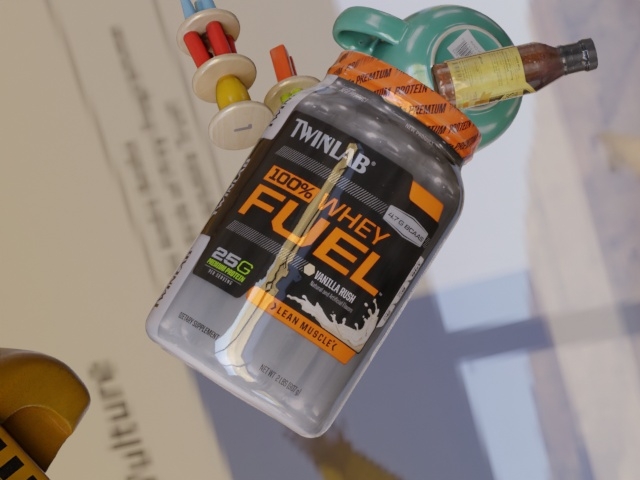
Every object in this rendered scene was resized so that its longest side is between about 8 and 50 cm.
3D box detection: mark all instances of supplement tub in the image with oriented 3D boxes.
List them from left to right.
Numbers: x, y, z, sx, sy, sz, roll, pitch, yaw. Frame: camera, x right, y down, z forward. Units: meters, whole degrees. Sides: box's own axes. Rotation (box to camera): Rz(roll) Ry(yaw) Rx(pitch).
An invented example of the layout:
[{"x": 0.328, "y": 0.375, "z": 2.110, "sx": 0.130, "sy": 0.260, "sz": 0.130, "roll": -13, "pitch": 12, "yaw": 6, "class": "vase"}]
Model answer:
[{"x": 0.000, "y": 0.000, "z": 1.045, "sx": 0.190, "sy": 0.117, "sz": 0.117, "roll": -59, "pitch": -23, "yaw": -6, "class": "supplement tub"}]

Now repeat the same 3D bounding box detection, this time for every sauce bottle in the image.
[{"x": 0.151, "y": -0.131, "z": 1.506, "sx": 0.042, "sy": 0.128, "sz": 0.042, "roll": 168, "pitch": 90, "yaw": -89, "class": "sauce bottle"}]

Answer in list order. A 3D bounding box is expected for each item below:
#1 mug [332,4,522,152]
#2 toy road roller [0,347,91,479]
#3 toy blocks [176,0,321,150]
[{"x": 0.094, "y": -0.134, "z": 1.633, "sx": 0.097, "sy": 0.158, "sz": 0.129, "roll": 155, "pitch": 115, "yaw": -66, "class": "mug"}, {"x": -0.331, "y": 0.151, "z": 1.542, "sx": 0.329, "sy": 0.202, "sz": 0.240, "roll": 56, "pitch": -130, "yaw": -35, "class": "toy road roller"}, {"x": -0.053, "y": -0.135, "z": 1.534, "sx": 0.123, "sy": 0.054, "sz": 0.148, "roll": 13, "pitch": -136, "yaw": -38, "class": "toy blocks"}]
